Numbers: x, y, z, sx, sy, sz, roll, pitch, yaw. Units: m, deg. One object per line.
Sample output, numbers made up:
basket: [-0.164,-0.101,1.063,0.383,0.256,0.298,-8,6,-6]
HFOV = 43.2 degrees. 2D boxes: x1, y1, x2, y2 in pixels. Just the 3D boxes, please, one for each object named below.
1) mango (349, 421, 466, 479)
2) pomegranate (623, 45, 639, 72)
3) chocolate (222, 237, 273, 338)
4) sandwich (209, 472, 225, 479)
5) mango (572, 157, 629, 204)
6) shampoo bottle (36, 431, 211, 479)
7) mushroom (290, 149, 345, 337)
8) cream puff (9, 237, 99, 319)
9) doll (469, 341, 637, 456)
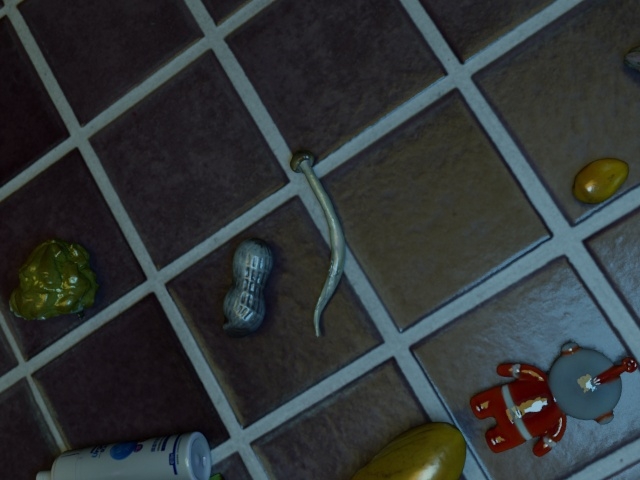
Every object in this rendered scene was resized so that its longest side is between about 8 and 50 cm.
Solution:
mango: [0.124,0.361,1.193,0.126,0.154,0.252,45,112,8]
pomegranate: [0.526,-0.254,1.148,0.125,0.163,0.138,0,103,-22]
chocolate: [-0.119,0.078,1.321,0.072,0.072,0.167,9,86,17]
sandwich: [-0.165,0.460,1.337,0.074,0.074,0.116,-28,111,12]
mango: [0.415,-0.089,1.194,0.089,0.046,0.060,-27,81,0]
shampoo bottle: [-0.337,0.382,1.351,0.303,0.092,0.092,-11,83,16]
mushroom: [0.002,0.000,1.312,0.068,0.043,0.307,-14,83,32]
cream puff: [-0.467,0.066,1.397,0.156,0.121,0.156,-3,82,22]
doll: [0.341,0.224,1.174,0.245,0.076,0.142,-29,79,16]
